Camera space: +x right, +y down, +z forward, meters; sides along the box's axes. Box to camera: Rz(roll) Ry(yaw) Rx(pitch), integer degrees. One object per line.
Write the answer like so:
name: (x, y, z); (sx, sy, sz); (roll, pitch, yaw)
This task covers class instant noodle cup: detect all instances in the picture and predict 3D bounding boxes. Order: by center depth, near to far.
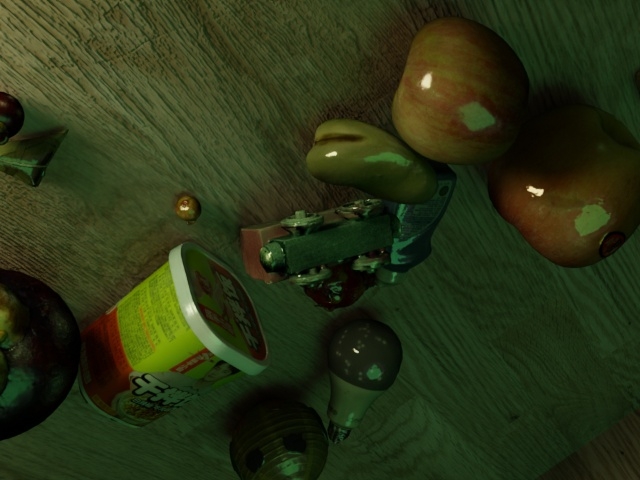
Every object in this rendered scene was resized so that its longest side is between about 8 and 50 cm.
instant noodle cup: (-0.301, 0.204, 1.734); (0.308, 0.293, 0.294); (-34, 139, 14)

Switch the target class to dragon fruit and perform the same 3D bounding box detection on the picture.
dragon fruit: (0.061, 0.086, 1.928); (0.246, 0.125, 0.125); (-4, 129, -37)

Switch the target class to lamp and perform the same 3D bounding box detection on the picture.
lamp: (0.088, 0.340, 2.085); (0.182, 0.182, 0.313); (19, 85, -42)
lamp: (-0.093, 0.528, 2.146); (0.250, 0.284, 0.250); (-18, 143, -14)

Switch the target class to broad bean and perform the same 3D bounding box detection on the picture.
broad bean: (0.107, -0.147, 1.672); (0.263, 0.121, 0.189); (18, 160, -24)

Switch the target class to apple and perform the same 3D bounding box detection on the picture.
apple: (0.254, -0.264, 1.578); (0.234, 0.256, 0.256); (20, 130, 8)
apple: (0.537, -0.120, 1.848); (0.305, 0.338, 0.339); (-46, 137, 16)

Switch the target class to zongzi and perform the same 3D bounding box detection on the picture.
zongzi: (-0.480, -0.155, 1.422); (0.104, 0.052, 0.113); (28, 99, -39)

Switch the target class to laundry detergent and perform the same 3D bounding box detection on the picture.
laundry detergent: (0.184, -0.032, 1.867); (0.144, 0.094, 0.289); (0, 120, -30)

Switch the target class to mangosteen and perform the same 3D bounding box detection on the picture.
mangosteen: (-0.495, -0.190, 1.351); (0.081, 0.081, 0.081); (-17, 137, -16)
mangosteen: (-0.577, 0.200, 1.509); (0.330, 0.330, 0.330); (-17, 137, -16)

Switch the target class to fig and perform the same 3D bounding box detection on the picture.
fig: (-0.248, -0.052, 1.664); (0.050, 0.050, 0.083); (-22, 156, -11)

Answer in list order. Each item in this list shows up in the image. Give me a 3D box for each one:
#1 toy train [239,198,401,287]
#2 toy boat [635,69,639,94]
toy train: (0.000, 0.000, 1.737); (0.305, 0.221, 0.150); (-14, 99, -27)
toy boat: (0.793, -0.377, 1.953); (0.188, 0.061, 0.116); (-37, 137, 6)
